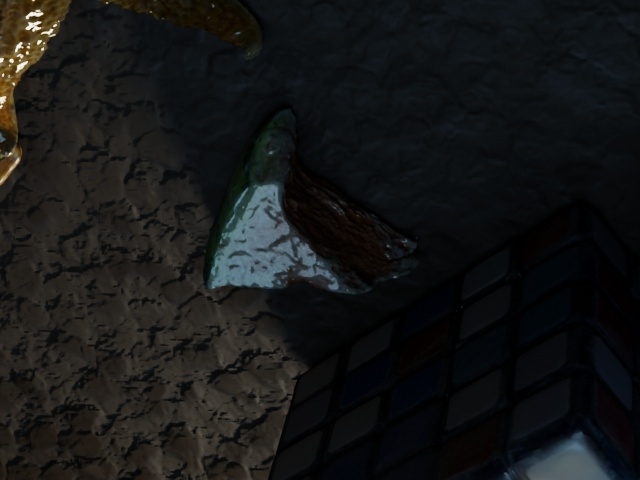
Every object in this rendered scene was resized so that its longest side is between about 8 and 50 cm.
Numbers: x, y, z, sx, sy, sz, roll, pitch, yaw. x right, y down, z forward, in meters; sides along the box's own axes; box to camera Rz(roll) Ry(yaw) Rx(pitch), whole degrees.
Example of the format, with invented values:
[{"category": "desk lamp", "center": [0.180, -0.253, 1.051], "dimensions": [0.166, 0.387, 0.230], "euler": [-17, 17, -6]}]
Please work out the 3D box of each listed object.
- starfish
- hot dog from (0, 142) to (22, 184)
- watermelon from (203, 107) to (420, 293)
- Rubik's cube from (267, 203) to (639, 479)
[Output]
[{"category": "starfish", "center": [-0.190, -0.219, 1.202], "dimensions": [0.375, 0.094, 0.327], "euler": [-26, 110, 11]}, {"category": "hot dog", "center": [-0.251, -0.056, 1.358], "dimensions": [0.037, 0.021, 0.083], "euler": [46, 119, -5]}, {"category": "watermelon", "center": [-0.022, 0.007, 1.313], "dimensions": [0.121, 0.098, 0.158], "euler": [-36, 112, 27]}, {"category": "Rubik's cube", "center": [0.152, 0.204, 1.282], "dimensions": [0.293, 0.287, 0.292], "euler": [-34, 109, 25]}]
